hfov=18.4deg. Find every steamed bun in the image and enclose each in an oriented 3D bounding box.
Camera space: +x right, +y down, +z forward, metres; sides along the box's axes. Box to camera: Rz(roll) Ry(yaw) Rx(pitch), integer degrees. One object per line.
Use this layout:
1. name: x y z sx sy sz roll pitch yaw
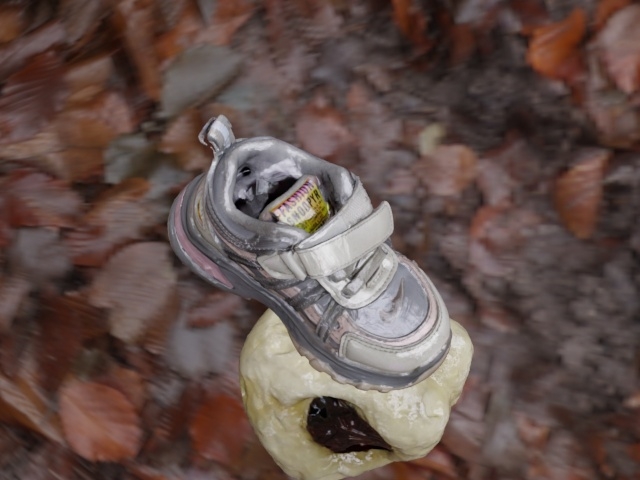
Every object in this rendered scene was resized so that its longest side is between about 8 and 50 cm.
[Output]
1. steamed bun: 0.042 0.101 1.500 0.172 0.155 0.141 -52 126 -27

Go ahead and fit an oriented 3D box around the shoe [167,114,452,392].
1. shoe: 0.000 0.000 1.072 0.180 0.092 0.089 35 59 16
